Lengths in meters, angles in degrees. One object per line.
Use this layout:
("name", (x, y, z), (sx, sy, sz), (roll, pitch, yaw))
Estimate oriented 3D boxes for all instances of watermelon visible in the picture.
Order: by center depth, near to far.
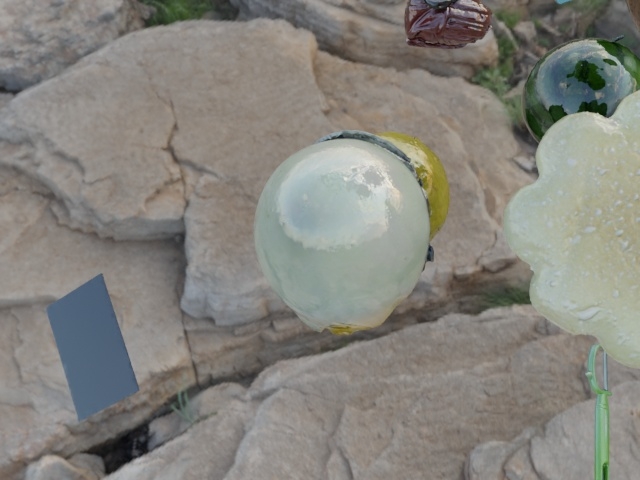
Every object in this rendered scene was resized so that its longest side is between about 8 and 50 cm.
("watermelon", (0.410, -0.228, 1.022), (0.188, 0.188, 0.214), (-2, 59, 16))

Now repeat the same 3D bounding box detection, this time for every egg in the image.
("egg", (-0.002, -0.004, 0.886), (0.264, 0.286, 0.174), (48, 31, 21))

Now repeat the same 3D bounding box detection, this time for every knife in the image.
("knife", (0.382, 0.246, 0.900), (0.015, 0.054, 0.211), (-15, 63, 53))

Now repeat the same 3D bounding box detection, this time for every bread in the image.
("bread", (0.365, -0.014, 0.727), (0.316, 0.315, 0.054), (-13, 3, 7))

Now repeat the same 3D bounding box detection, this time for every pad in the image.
("pad", (-0.446, 0.207, 1.274), (0.170, 0.006, 0.245), (-30, 72, 22))

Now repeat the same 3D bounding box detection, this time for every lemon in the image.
("lemon", (0.141, -0.093, 1.350), (0.261, 0.260, 0.284), (12, 28, 26))

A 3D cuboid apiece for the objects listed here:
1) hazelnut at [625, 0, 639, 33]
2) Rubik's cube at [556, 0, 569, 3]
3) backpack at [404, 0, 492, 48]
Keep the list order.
("hazelnut", (0.697, -0.479, 1.067), (0.403, 0.402, 0.429), (-2, 49, 16))
("Rubik's cube", (0.311, -0.428, 0.762), (0.224, 0.265, 0.213), (-31, 17, -36))
("backpack", (0.316, -0.548, 1.615), (0.230, 0.138, 0.229), (5, 28, -3))
